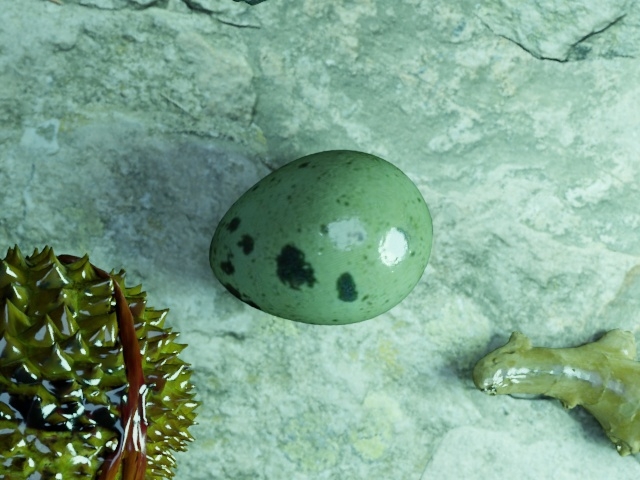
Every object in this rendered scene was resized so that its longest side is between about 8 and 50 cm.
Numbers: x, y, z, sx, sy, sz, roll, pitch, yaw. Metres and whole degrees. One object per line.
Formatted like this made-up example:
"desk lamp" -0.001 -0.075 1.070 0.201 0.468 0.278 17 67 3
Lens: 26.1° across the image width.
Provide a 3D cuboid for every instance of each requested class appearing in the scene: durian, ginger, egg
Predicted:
"durian" -0.299 0.155 1.251 0.384 0.347 0.347 -9 88 -14
"ginger" 0.325 0.160 1.485 0.334 0.081 0.148 11 85 -3
"egg" 0.000 0.000 1.391 0.228 0.177 0.177 -10 88 0

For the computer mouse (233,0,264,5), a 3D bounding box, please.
"computer mouse" -0.030 -0.336 1.461 0.231 0.071 0.126 -23 90 -10
